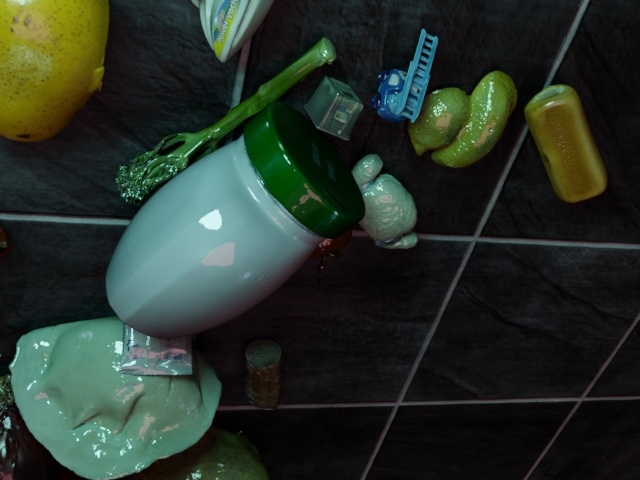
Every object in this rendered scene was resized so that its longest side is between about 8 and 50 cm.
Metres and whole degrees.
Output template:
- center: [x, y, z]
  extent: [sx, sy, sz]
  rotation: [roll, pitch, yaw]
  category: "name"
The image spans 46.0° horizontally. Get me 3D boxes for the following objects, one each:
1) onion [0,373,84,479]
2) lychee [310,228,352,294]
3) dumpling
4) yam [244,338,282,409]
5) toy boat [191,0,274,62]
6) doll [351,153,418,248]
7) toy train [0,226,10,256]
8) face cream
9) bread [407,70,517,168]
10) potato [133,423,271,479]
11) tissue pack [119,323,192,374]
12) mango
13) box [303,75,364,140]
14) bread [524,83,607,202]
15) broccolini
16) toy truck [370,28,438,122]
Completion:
- center: [-0.557, 0.401, 1.415]
  extent: [0.280, 0.281, 0.221]
  rotation: [29, 162, -34]
  category: "onion"
- center: [-0.003, -0.006, 1.268]
  extent: [0.114, 0.101, 0.140]
  rotation: [-27, 134, -54]
  category: "lychee"
- center: [-0.354, 0.264, 1.363]
  extent: [0.320, 0.212, 0.270]
  rotation: [-4, 96, 6]
  category: "dumpling"
- center: [-0.113, 0.270, 1.508]
  extent: [0.079, 0.079, 0.141]
  rotation: [-5, 131, -11]
  category: "yam"
- center: [-0.099, -0.353, 0.920]
  extent: [0.140, 0.141, 0.269]
  rotation: [20, 125, -30]
  category: "toy boat"
- center: [0.107, -0.055, 1.281]
  extent: [0.103, 0.072, 0.214]
  rotation: [-28, 129, 8]
  category: "doll"
- center: [-0.563, -0.099, 1.048]
  extent: [0.086, 0.089, 0.410]
  rotation: [-20, 133, -4]
  category: "toy train"
- center: [-0.131, -0.013, 1.111]
  extent: [0.357, 0.312, 0.220]
  rotation: [-36, 89, 20]
  category: "face cream"
- center: [0.230, -0.191, 1.203]
  extent: [0.149, 0.065, 0.187]
  rotation: [30, 119, -29]
  category: "bread"
- center: [-0.247, 0.562, 1.620]
  extent: [0.288, 0.237, 0.300]
  rotation: [-41, 128, 21]
  category: "potato"
- center: [-0.277, 0.132, 1.282]
  extent: [0.122, 0.193, 0.026]
  rotation: [3, 167, -17]
  category: "tissue pack"
- center: [-0.374, -0.236, 0.938]
  extent: [0.190, 0.160, 0.290]
  rotation: [1, 140, -25]
  category: "mango"
- center: [0.021, -0.200, 1.124]
  extent: [0.060, 0.085, 0.063]
  rotation: [16, 117, -26]
  category: "box"
- center: [0.414, -0.164, 1.268]
  extent: [0.092, 0.074, 0.239]
  rotation: [-17, 134, 22]
  category: "bread"
- center: [-0.143, -0.169, 1.106]
  extent: [0.392, 0.074, 0.079]
  rotation: [-34, 138, 17]
  category: "broccolini"
- center: [0.129, -0.244, 1.133]
  extent: [0.063, 0.074, 0.136]
  rotation: [18, 83, -31]
  category: "toy truck"
